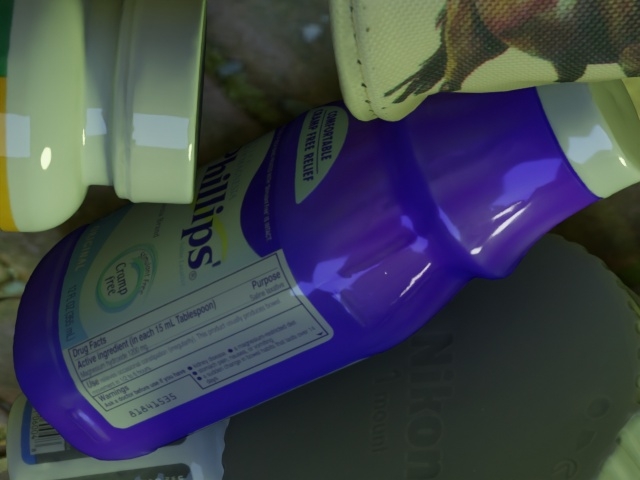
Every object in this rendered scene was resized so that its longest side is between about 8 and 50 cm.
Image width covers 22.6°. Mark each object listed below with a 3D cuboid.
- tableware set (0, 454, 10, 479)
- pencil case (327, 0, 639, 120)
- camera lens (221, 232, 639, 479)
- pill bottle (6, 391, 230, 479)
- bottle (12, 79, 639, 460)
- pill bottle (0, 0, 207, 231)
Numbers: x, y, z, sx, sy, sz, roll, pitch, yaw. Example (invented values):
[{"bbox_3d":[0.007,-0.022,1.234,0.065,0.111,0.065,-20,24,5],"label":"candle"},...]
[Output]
[{"bbox_3d":[-0.190,0.182,0.941,0.169,0.020,0.141,-18,131,18],"label":"tableware set"},{"bbox_3d":[0.200,-0.137,0.520,0.410,0.183,0.160,-6,116,5],"label":"pencil case"},{"bbox_3d":[0.102,0.153,0.769,0.219,0.219,0.274,-19,131,19],"label":"camera lens"},{"bbox_3d":[-0.084,0.106,0.823,0.137,0.078,0.078,-8,134,9],"label":"pill bottle"},{"bbox_3d":[0.000,0.000,0.689,0.283,0.118,0.092,-25,122,24],"label":"bottle"},{"bbox_3d":[-0.151,-0.063,0.630,0.208,0.117,0.117,4,135,-3],"label":"pill bottle"}]
